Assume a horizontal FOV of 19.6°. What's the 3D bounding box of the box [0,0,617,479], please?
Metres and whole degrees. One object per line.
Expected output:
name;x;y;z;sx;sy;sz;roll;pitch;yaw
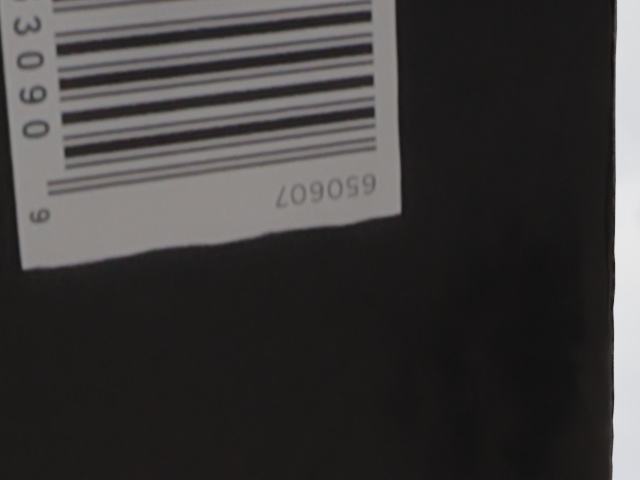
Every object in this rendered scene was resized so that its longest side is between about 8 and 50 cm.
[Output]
box;-0.125;-0.144;0.704;0.297;0.472;0.480;-9;-72;-22
